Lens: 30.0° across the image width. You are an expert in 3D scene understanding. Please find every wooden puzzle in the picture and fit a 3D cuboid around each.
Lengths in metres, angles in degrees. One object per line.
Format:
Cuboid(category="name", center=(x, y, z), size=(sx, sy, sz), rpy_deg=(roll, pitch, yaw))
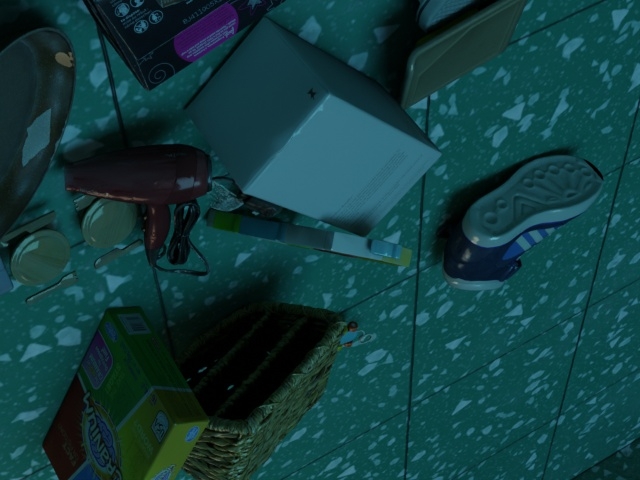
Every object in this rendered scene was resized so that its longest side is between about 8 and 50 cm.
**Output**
Cuboid(category="wooden puzzle", center=(0.204, -0.287, 1.767), size=(0.239, 0.044, 0.221), rpy_deg=(-36, 169, -11))

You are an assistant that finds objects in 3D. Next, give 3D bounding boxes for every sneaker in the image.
Cuboid(category="sneaker", center=(0.172, -0.390, 1.601), size=(0.126, 0.127, 0.321), rpy_deg=(-32, 172, -11))
Cuboid(category="sneaker", center=(0.362, -0.019, 2.238), size=(0.323, 0.130, 0.236), rpy_deg=(-26, 155, -26))

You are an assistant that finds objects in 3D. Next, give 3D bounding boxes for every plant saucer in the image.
Cuboid(category="plant saucer", center=(-0.379, -0.107, 1.351), size=(0.310, 0.050, 0.310), rpy_deg=(-61, 172, -14))

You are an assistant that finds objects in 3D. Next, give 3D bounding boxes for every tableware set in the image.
Cuboid(category="tableware set", center=(-0.341, -0.008, 1.635), size=(0.194, 0.039, 0.128), rpy_deg=(-30, 135, -23))

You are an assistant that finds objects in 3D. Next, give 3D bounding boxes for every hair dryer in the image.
Cuboid(category="hair dryer", center=(-0.215, -0.038, 1.603), size=(0.293, 0.080, 0.223), rpy_deg=(30, 121, -36))

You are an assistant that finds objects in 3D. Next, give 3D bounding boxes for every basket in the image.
Cuboid(category="basket", center=(-0.129, 0.216, 1.917), size=(0.299, 0.213, 0.223), rpy_deg=(-45, 161, -38))

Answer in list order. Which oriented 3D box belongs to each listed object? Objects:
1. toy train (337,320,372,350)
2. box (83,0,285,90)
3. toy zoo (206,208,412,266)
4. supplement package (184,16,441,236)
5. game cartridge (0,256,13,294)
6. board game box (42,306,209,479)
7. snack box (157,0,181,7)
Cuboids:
Cuboid(category="toy train", center=(0.011, 0.202, 2.226), size=(0.166, 0.046, 0.125), rpy_deg=(-39, 149, 7))
Cuboid(category="box", center=(-0.152, -0.320, 1.339), size=(0.247, 0.142, 0.163), rpy_deg=(-35, 146, -7))
Cuboid(category="toy zoo", center=(0.000, 0.000, 1.767), size=(0.192, 0.293, 0.030), rpy_deg=(13, 88, -51))
Cuboid(category="supplement package", center=(-0.006, -0.150, 1.655), size=(0.177, 0.175, 0.293), rpy_deg=(-47, 147, 16))
Cuboid(category="game cartridge", center=(-0.510, 0.011, 1.481), size=(0.198, 0.062, 0.297), rpy_deg=(-31, 147, -18))
Cuboid(category="board game box", center=(-0.310, 0.299, 1.852), size=(0.064, 0.242, 0.316), rpy_deg=(-1, 131, -42))
Cuboid(category="snack box", center=(-0.095, -0.304, 1.262), size=(0.178, 0.022, 0.064), rpy_deg=(-25, 141, -20))
